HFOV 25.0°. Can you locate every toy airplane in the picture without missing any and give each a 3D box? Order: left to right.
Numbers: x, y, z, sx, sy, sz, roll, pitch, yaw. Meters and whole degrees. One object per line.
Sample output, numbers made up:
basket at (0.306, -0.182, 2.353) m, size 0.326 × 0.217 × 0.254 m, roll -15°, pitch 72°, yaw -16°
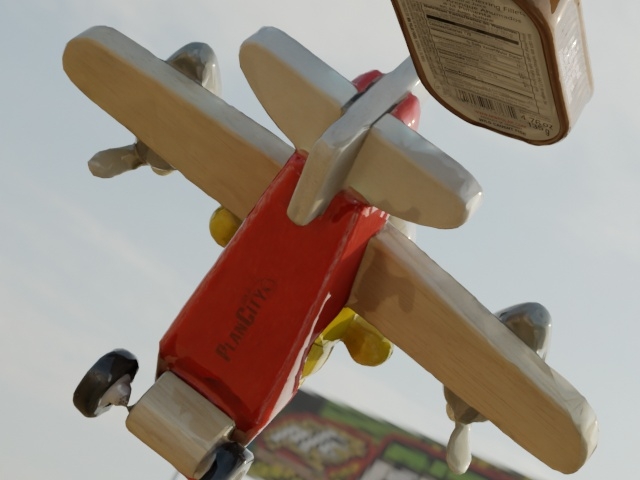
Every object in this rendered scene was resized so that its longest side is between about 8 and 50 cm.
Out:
toy airplane at (0.000, 0.000, 1.090) m, size 0.384 × 0.272 × 0.386 m, roll -6°, pitch -76°, yaw 31°

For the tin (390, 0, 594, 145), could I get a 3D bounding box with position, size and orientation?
tin at (0.097, -0.114, 0.813) m, size 0.106 × 0.040 × 0.189 m, roll 17°, pitch -20°, yaw 24°
